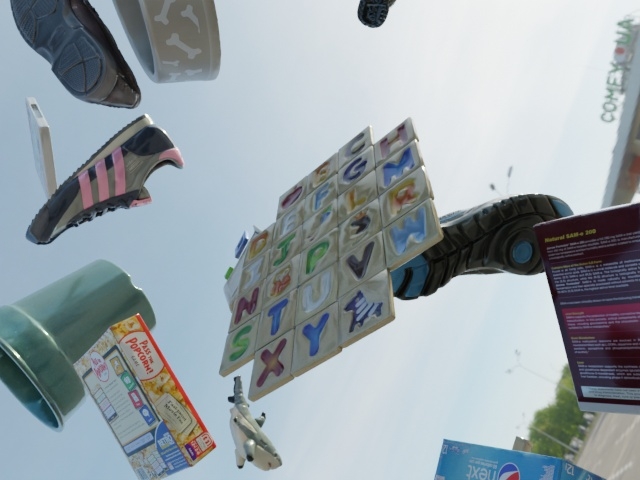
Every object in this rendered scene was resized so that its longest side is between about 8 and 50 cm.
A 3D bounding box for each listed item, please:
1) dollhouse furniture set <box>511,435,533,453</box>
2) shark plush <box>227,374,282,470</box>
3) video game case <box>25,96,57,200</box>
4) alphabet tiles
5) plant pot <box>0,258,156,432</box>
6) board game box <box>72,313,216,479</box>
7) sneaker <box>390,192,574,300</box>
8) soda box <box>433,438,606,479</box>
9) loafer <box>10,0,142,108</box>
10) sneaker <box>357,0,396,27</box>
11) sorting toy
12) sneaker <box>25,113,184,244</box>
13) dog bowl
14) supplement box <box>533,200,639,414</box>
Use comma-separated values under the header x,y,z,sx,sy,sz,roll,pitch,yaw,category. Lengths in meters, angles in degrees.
x,y,z,sx,sy,sz,roll,pitch,yaw,category
0.404,0.486,1.019,0.161,0.101,0.182,45,-116,-43,dollhouse furniture set
-0.121,0.313,0.866,0.067,0.161,0.073,-8,-40,-30,shark plush
-0.701,-0.226,1.282,0.025,0.285,0.204,-11,-58,-31,video game case
0.000,0.000,0.571,0.285,0.342,0.011,-36,-61,26,alphabet tiles
-0.632,0.237,1.301,0.334,0.341,0.341,-44,-36,-41,plant pot
-0.234,0.212,0.662,0.147,0.193,0.045,-37,-7,39,board game box
0.224,-0.004,0.782,0.341,0.139,0.125,-9,-80,-12,sneaker
0.230,0.295,0.620,0.210,0.071,0.067,-32,34,64,soda box
-0.374,-0.309,0.776,0.109,0.302,0.095,-41,-20,13,loafer
0.082,-0.316,0.591,0.170,0.051,0.089,132,160,-67,sneaker
-0.168,0.067,1.206,0.047,0.347,0.196,25,-89,-17,sorting toy
-0.394,-0.089,0.956,0.131,0.112,0.319,45,-102,-13,sneaker
-0.278,-0.421,0.828,0.102,0.349,0.349,-23,-46,-19,dog bowl
0.359,0.080,0.611,0.073,0.130,0.239,-11,-93,-40,supplement box
